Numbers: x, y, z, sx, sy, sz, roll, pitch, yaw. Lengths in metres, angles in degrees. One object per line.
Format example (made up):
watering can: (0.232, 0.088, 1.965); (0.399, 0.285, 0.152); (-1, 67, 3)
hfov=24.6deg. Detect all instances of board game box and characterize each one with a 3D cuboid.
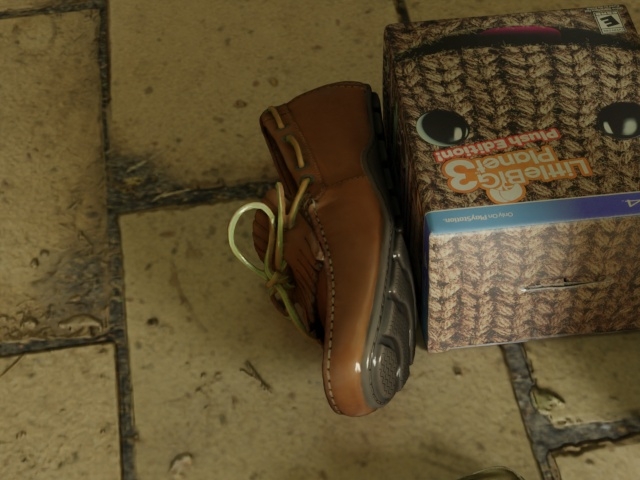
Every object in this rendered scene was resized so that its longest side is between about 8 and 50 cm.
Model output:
board game box: (0.187, -0.062, 1.305); (0.232, 0.141, 0.291); (-6, 44, -3)

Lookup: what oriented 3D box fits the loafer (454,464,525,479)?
loafer: (0.095, 0.208, 1.095); (0.148, 0.050, 0.056); (-25, 48, -21)

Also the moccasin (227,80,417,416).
moccasin: (0.000, -0.002, 1.257); (0.147, 0.139, 0.380); (-10, 47, 2)
